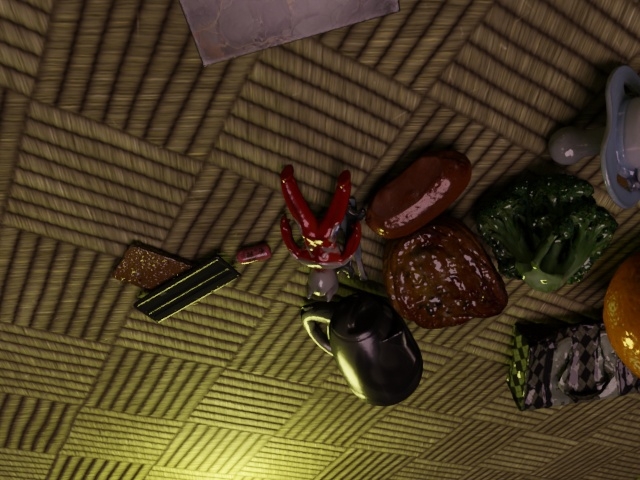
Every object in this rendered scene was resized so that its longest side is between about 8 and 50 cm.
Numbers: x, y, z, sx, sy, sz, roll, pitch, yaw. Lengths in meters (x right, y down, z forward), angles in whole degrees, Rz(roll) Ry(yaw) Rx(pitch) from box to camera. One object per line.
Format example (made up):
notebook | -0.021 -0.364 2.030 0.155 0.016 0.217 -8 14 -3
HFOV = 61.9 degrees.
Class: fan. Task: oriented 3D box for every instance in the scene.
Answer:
fan | 0.078 0.004 1.310 0.057 0.023 0.282 -14 132 1

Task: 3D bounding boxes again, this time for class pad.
pad | -0.061 -0.444 0.874 0.367 0.007 0.248 -14 133 3

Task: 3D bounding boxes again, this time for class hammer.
hammer | -0.159 0.031 1.280 0.083 0.043 0.043 -13 134 5

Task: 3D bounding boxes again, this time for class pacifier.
pacifier | 0.589 -0.205 1.102 0.238 0.287 0.225 13 174 -42

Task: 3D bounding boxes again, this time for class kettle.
kettle | 0.096 0.259 1.432 0.320 0.228 0.324 10 146 31

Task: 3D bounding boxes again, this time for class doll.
doll | 0.000 0.000 1.238 0.188 0.099 0.384 9 132 10

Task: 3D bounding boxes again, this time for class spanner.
spanner | 0.070 0.006 1.284 0.054 0.015 0.255 10 137 5

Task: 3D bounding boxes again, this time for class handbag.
handbag | 0.809 0.356 1.672 0.415 0.180 0.317 -8 121 -1

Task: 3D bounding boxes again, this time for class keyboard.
keyboard | -0.374 0.152 1.329 0.381 0.041 0.103 -33 130 12

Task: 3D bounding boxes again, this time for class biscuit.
biscuit | -0.375 0.083 1.300 0.230 0.025 0.131 25 124 -29

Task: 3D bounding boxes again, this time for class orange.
orange | 0.950 0.207 1.395 0.423 0.424 0.326 3 155 -13

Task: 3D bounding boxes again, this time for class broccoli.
broccoli | 0.509 -0.006 1.220 0.307 0.275 0.308 20 138 19

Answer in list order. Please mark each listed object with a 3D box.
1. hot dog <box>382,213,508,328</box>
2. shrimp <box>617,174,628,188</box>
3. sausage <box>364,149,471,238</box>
hot dog | 0.311 0.105 1.333 0.266 0.174 0.387 -17 134 25
shrimp | 0.787 -0.195 1.225 0.253 0.058 0.173 -27 139 20
sausage | 0.213 -0.098 1.163 0.258 0.133 0.133 -39 127 19
